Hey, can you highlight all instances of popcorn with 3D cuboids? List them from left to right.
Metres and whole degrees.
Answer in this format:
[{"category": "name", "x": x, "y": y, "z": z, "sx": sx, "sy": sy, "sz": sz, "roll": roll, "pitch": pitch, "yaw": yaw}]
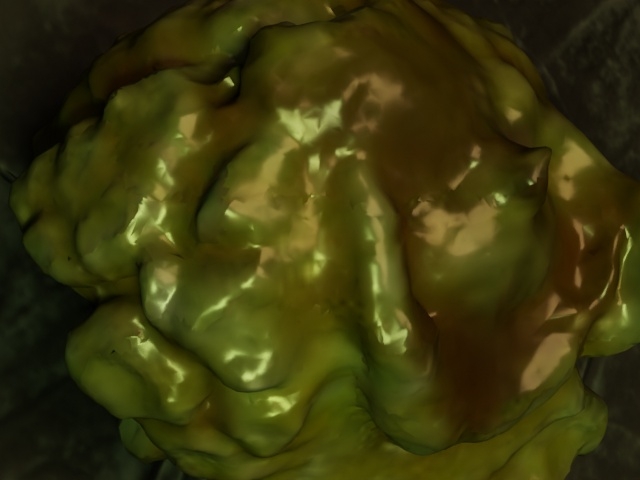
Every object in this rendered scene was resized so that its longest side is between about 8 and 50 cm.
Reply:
[{"category": "popcorn", "x": 0.007, "y": 0.001, "z": 0.993, "sx": 0.335, "sy": 0.274, "sz": 0.279, "roll": 9, "pitch": 43, "yaw": -48}]
